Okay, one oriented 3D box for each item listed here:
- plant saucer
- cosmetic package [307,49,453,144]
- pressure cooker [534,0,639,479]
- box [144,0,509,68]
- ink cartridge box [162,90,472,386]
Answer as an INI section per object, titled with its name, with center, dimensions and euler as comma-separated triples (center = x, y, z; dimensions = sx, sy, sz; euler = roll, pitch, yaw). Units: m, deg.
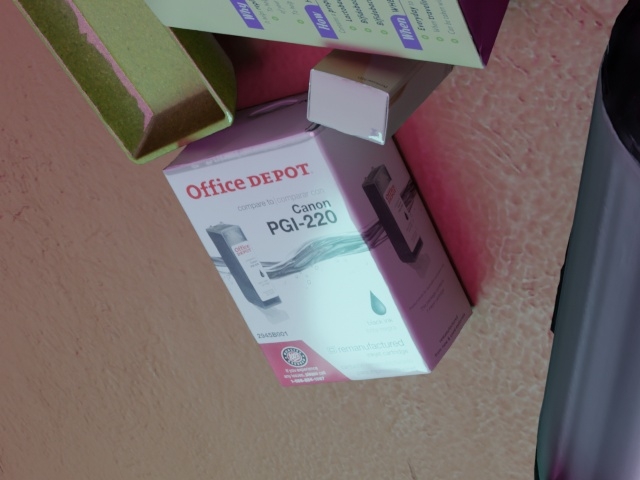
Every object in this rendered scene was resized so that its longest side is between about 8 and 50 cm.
[plant saucer]
center = -0.147, -0.160, 0.920
dimensions = 0.188, 0.045, 0.188
euler = 55, 151, -13
[cosmetic package]
center = 0.044, -0.115, 0.807
dimensions = 0.060, 0.115, 0.041
euler = 19, 131, 19
[pressure cooker]
center = 0.294, 0.082, 0.613
dimensions = 0.369, 0.375, 0.421
euler = 15, 129, 19
[box]
center = -0.019, -0.219, 0.705
dimensions = 0.242, 0.117, 0.213
euler = 11, 161, 25
[ink cartridge box]
center = 0.000, 0.000, 0.939
dimensions = 0.158, 0.092, 0.218
euler = -11, 114, 37
